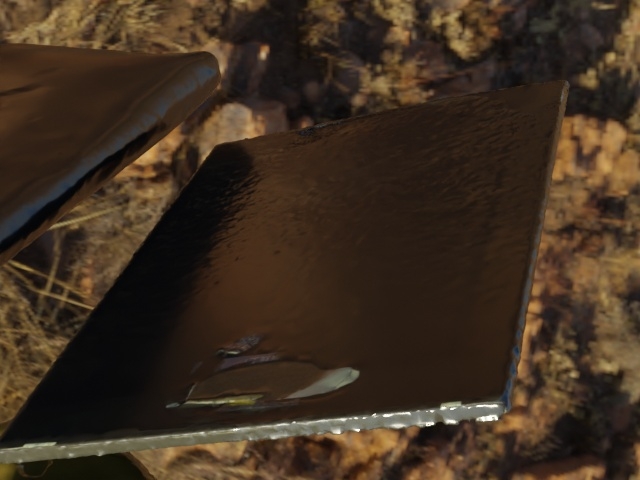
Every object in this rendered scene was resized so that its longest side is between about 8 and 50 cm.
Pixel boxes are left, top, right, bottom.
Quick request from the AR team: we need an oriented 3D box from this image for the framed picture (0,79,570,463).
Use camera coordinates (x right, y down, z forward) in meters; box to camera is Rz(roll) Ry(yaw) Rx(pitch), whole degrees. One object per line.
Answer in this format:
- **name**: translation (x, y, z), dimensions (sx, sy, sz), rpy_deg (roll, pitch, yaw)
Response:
- **framed picture**: translation (0.000, 0.000, 0.601), dimensions (0.324, 0.244, 0.013), rpy_deg (-64, 139, -55)

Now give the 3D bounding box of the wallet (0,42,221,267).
- **wallet**: translation (-0.212, -0.050, 0.671), dimensions (0.377, 0.197, 0.051), rpy_deg (-56, 147, -60)

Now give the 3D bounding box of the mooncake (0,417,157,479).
- **mooncake**: translation (-0.158, 0.190, 0.552), dimensions (0.235, 0.234, 0.117), rpy_deg (-48, 139, -25)
